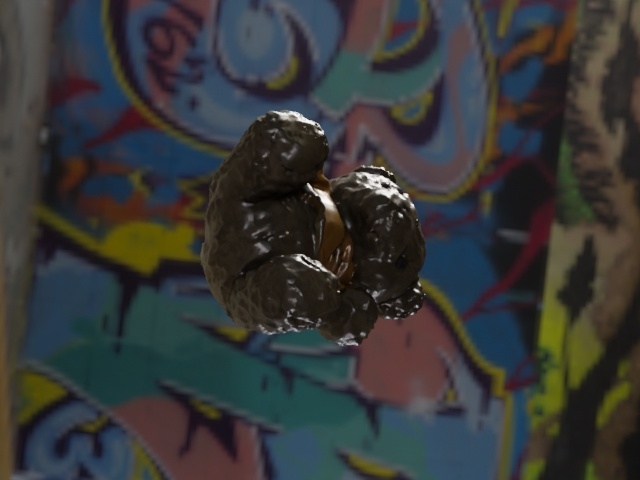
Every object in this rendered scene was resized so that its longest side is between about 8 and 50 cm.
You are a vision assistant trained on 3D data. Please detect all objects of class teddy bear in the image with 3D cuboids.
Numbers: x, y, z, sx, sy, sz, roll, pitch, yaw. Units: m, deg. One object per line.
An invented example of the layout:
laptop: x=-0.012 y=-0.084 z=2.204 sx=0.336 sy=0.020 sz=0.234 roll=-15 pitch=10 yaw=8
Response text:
teddy bear: x=0.000 y=0.000 z=1.297 sx=0.140 sy=0.190 sz=0.177 roll=-31 pitch=-116 yaw=47
